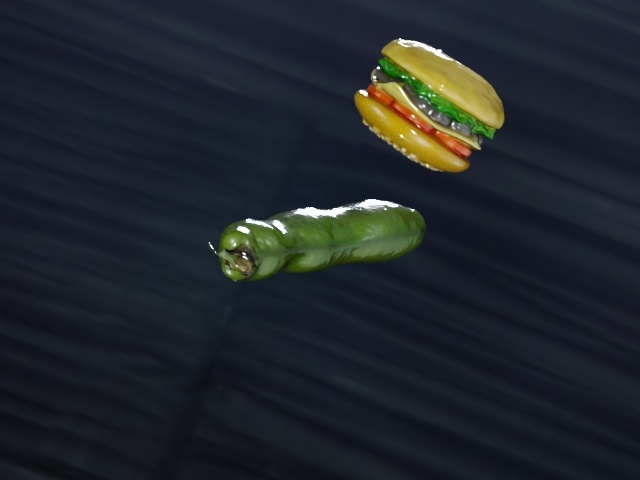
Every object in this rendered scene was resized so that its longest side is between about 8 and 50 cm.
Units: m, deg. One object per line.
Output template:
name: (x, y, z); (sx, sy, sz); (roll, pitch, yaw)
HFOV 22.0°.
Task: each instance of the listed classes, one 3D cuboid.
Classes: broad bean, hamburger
broad bean: (-0.004, 0.000, 1.130); (0.254, 0.065, 0.046); (-9, -81, -56)
hamburger: (0.117, -0.143, 1.761); (0.115, 0.162, 0.162); (-57, 1, 7)
